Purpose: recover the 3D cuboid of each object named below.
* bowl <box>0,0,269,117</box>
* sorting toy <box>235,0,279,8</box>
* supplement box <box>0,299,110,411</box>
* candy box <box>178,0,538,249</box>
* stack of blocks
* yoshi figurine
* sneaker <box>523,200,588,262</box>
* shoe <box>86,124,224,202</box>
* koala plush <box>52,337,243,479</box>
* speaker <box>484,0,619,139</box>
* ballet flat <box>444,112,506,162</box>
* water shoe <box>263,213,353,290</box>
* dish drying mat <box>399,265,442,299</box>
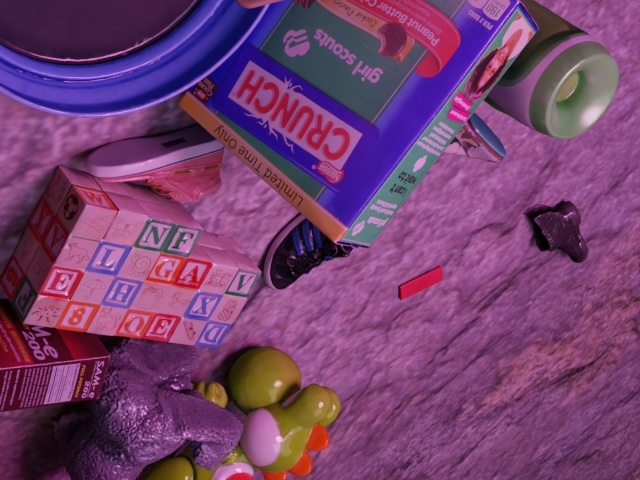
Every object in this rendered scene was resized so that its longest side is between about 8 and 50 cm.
[{"bbox_3d":[-0.207,-0.310,1.045,0.391,0.077,0.391,-23,135,-25],"label":"bowl"},{"bbox_3d":[0.035,-0.353,1.022,0.307,0.041,0.229,-13,134,4],"label":"sorting toy"},{"bbox_3d":[-0.386,0.135,1.248,0.239,0.130,0.073,-3,125,-39],"label":"supplement box"},{"bbox_3d":[0.036,-0.193,1.186,0.317,0.268,0.122,-54,158,11],"label":"candy box"},{"bbox_3d":[-0.220,0.029,1.323,0.297,0.087,0.171,14,114,-45],"label":"stack of blocks"},{"bbox_3d":[-0.144,0.289,1.587,0.362,0.203,0.203,-34,100,11],"label":"yoshi figurine"},{"bbox_3d":[0.407,-0.006,1.832,0.089,0.051,0.170,-33,134,-11],"label":"sneaker"},{"bbox_3d":[-0.193,-0.080,1.269,0.178,0.063,0.081,-18,129,-33],"label":"shoe"},{"bbox_3d":[-0.263,0.256,1.409,0.221,0.196,0.203,-46,151,22],"label":"koala plush"},{"bbox_3d":[0.216,-0.240,1.282,0.131,0.296,0.131,-22,135,-24],"label":"speaker"},{"bbox_3d":[0.183,-0.168,1.502,0.079,0.077,0.221,-32,137,16],"label":"ballet flat"},{"bbox_3d":[0.000,0.000,1.481,0.203,0.080,0.073,-50,139,8],"label":"water shoe"},{"bbox_3d":[0.164,0.069,1.730,0.083,0.008,0.032,-24,135,-20],"label":"dish drying mat"}]
